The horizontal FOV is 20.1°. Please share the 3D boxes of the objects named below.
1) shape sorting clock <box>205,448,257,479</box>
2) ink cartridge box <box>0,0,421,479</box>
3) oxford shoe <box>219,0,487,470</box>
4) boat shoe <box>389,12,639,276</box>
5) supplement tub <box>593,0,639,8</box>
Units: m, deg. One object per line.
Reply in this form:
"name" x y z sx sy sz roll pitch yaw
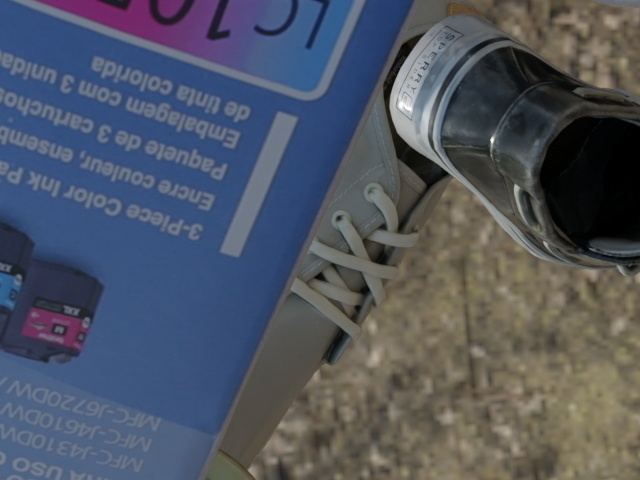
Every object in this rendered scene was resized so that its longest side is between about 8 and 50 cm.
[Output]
"shape sorting clock" -0.088 0.215 1.062 0.206 0.040 0.206 3 95 34
"ink cartridge box" -0.083 -0.025 0.598 0.270 0.151 0.395 -78 9 -56
"oxford shoe" 0.000 0.000 1.329 0.130 0.169 0.449 25 82 46
"boat shoe" 0.162 -0.029 1.079 0.119 0.335 0.121 41 104 33
"supplement tub" 0.301 -0.313 1.410 0.241 0.331 0.241 8 106 32
